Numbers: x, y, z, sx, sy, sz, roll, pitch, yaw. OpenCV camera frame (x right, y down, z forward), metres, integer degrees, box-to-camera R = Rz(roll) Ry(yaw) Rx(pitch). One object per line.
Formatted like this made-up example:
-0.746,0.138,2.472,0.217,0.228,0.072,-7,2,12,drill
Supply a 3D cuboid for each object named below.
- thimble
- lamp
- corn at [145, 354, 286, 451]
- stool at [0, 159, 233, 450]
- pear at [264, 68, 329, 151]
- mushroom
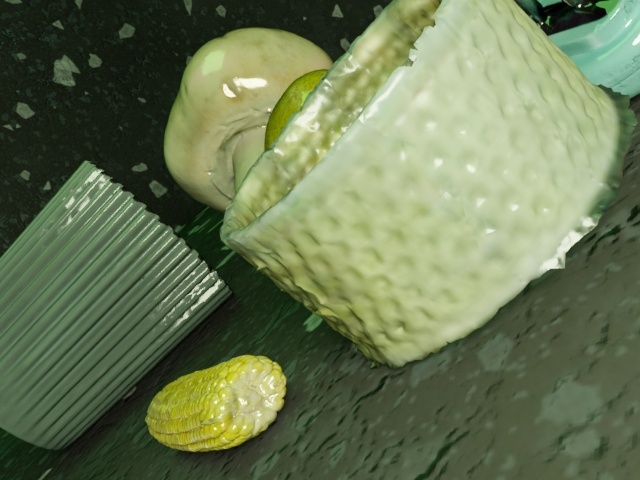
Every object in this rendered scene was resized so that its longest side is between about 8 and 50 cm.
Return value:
0.064,-0.060,0.458,0.271,0.150,0.270,-46,17,18,thimble
0.271,-0.237,0.537,0.284,0.147,0.209,-51,22,-20,lamp
-0.094,0.139,0.527,0.165,0.063,0.085,-25,30,54,corn
-0.348,0.099,0.918,0.330,0.297,0.297,-48,14,-11,stool
0.018,-0.132,0.835,0.198,0.198,0.198,-38,13,11,pear
-0.116,-0.184,1.069,0.353,0.325,0.353,-30,15,9,mushroom
